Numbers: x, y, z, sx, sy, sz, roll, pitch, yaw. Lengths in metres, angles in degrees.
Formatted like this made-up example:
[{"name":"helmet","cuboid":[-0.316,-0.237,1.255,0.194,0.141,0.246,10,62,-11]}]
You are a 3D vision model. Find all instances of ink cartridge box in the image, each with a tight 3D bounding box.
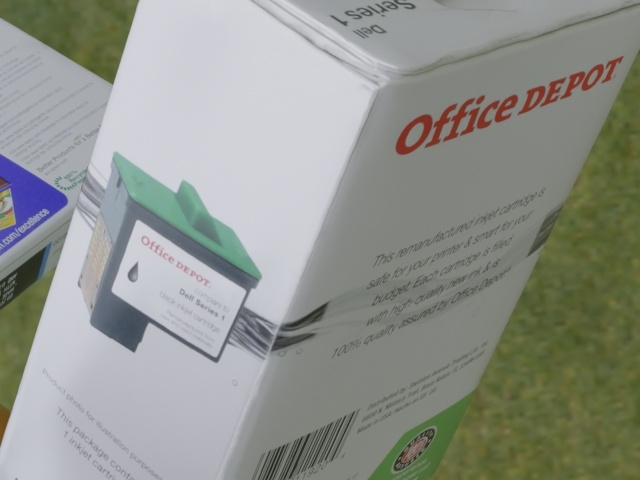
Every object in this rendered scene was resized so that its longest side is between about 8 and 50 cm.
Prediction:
[{"name":"ink cartridge box","cuboid":[0.000,0.000,0.604,0.092,0.160,0.219,37,124,24]},{"name":"ink cartridge box","cuboid":[-0.213,-0.055,0.990,0.208,0.206,0.045,32,131,14]}]

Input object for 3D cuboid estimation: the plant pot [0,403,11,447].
[{"name":"plant pot","cuboid":[-0.266,0.240,1.462,0.205,0.188,0.205,-44,27,29]}]
